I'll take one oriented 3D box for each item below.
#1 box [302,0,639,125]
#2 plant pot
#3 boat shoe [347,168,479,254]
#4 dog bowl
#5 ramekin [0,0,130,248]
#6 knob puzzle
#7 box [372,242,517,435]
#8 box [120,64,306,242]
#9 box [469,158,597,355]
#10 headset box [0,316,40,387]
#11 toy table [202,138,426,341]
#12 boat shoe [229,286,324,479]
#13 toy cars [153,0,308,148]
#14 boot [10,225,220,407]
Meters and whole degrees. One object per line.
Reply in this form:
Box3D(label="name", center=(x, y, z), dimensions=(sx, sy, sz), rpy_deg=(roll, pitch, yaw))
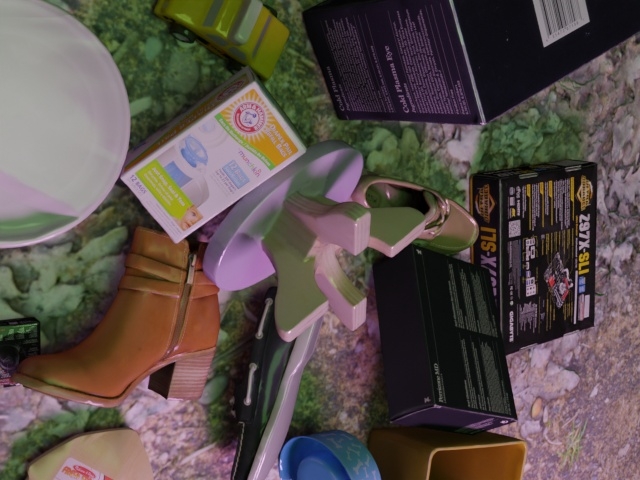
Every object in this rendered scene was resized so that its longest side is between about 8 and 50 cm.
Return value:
Box3D(label="box", center=(0.212, -0.312, 1.127), dimensions=(0.343, 0.313, 0.178), rpy_deg=(-32, 114, -26))
Box3D(label="plant pot", center=(0.182, 0.404, 1.303), dimensions=(0.212, 0.187, 0.212), rpy_deg=(6, 94, -34))
Box3D(label="boat shoe", center=(0.153, -0.040, 1.262), dimensions=(0.302, 0.098, 0.109), rpy_deg=(20, 87, -35))
Box3D(label="dog bowl", center=(0.024, 0.428, 1.225), dimensions=(0.074, 0.166, 0.297), rpy_deg=(-16, 107, -43))
Box3D(label="ramekin", center=(-0.361, -0.132, 0.885), dimensions=(0.273, 0.127, 0.272), rpy_deg=(-6, 101, -34))
Box3D(label="knob puzzle", center=(-0.307, 0.332, 1.058), dimensions=(0.213, 0.030, 0.213), rpy_deg=(-6, 101, -32))
Box3D(label="box", center=(0.190, 0.157, 1.248), dimensions=(0.184, 0.103, 0.261), rpy_deg=(19, 54, -36))
Box3D(label="box", center=(-0.134, -0.111, 1.003), dimensions=(0.203, 0.103, 0.114), rpy_deg=(-34, 114, 5))
Box3D(label="box", center=(0.389, 0.026, 1.447), dimensions=(0.257, 0.079, 0.321), rpy_deg=(-12, 104, -34))
Box3D(label="headset box", center=(-0.377, 0.140, 0.977), dimensions=(0.062, 0.032, 0.083), rpy_deg=(-4, 101, -33))
Box3D(label="toy table", center=(0.000, 0.000, 1.046), dimensions=(0.274, 0.161, 0.252), rpy_deg=(-44, 154, -14))
Box3D(label="boat shoe", center=(-0.080, 0.216, 1.158), dimensions=(0.114, 0.091, 0.302), rpy_deg=(44, 65, -77))
Box3D(label="toy cars", center=(-0.083, -0.194, 1.084), dimensions=(0.177, 0.087, 0.393), rpy_deg=(-29, 113, -26))
Box3D(label="boot", center=(-0.239, 0.091, 1.007), dimensions=(0.284, 0.109, 0.220), rpy_deg=(9, 91, -41))
